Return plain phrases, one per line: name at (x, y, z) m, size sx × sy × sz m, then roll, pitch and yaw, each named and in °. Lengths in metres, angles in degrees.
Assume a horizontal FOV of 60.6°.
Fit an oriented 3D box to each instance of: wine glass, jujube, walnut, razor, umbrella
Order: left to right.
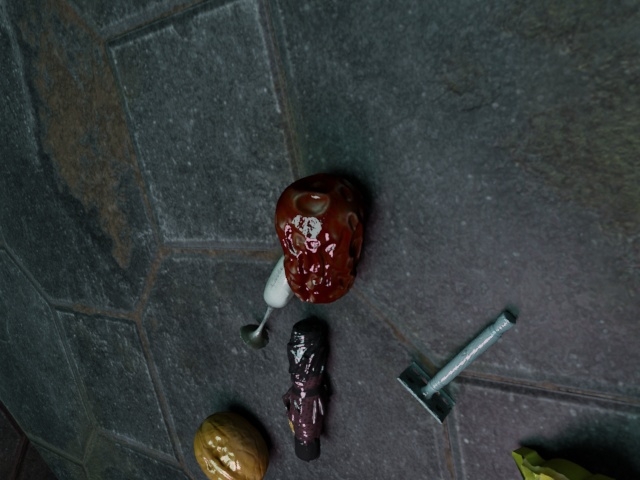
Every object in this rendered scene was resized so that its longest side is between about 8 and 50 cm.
walnut at (-0.215, 0.511, 1.326) m, size 0.207 × 0.159 × 0.159 m, roll 44°, pitch 130°, yaw 22°
wine glass at (-0.093, 0.117, 1.114) m, size 0.074 × 0.074 × 0.262 m, roll 41°, pitch 127°, yaw 17°
umbrella at (-0.024, 0.314, 1.128) m, size 0.090 × 0.094 × 0.325 m, roll 36°, pitch 132°, yaw 56°
jujube at (0.000, 0.000, 0.940) m, size 0.155 × 0.155 × 0.230 m, roll 25°, pitch 133°, yaw 28°
razor at (0.232, 0.196, 0.900) m, size 0.106 × 0.068 × 0.232 m, roll 44°, pitch 125°, yaw 14°

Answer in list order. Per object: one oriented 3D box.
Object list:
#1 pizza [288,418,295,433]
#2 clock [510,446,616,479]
pizza at (-0.057, 0.407, 1.246) m, size 0.037 × 0.016 × 0.083 m, roll 4°, pitch 108°, yaw 38°
clock at (0.408, 0.449, 0.792) m, size 0.277 × 0.071 × 0.293 m, roll 161°, pitch 92°, yaw -77°
